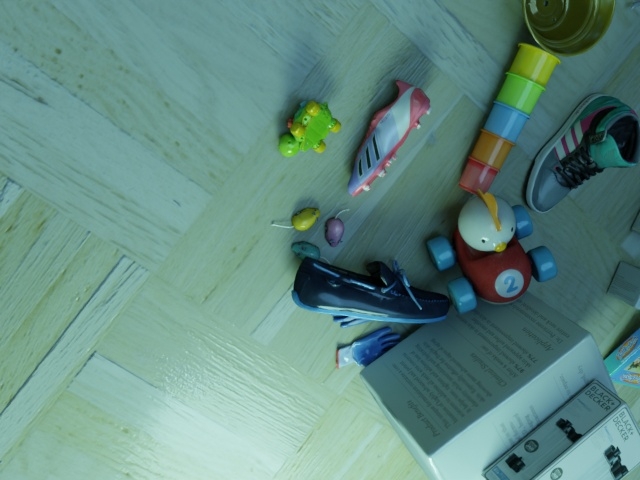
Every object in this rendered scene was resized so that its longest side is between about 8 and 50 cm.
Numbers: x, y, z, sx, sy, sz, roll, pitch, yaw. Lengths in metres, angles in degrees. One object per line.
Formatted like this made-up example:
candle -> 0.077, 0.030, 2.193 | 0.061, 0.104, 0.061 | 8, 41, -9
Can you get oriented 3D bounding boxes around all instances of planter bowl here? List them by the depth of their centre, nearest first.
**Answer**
planter bowl -> 0.474, -0.478, 1.571 | 0.217, 0.090, 0.217 | -4, 103, -19

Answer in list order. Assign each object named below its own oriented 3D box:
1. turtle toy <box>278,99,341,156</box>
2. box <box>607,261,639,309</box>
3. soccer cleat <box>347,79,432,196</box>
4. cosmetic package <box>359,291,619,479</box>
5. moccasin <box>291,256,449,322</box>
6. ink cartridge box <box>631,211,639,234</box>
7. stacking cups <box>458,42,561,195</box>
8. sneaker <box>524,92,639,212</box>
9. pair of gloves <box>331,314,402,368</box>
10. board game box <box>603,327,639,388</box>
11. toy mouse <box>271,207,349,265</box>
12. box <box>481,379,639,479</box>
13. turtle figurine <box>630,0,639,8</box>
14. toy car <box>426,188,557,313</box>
turtle toy -> -0.029, -0.212, 1.495 | 0.130, 0.066, 0.095 | -53, 138, 4
box -> 0.756, 0.113, 1.845 | 0.102, 0.101, 0.087 | 15, 101, -24
soccer cleat -> 0.121, -0.200, 1.555 | 0.095, 0.083, 0.248 | 39, 97, 5
cosmetic package -> 0.363, 0.345, 1.648 | 0.393, 0.329, 0.327 | -35, 119, -6
moccasin -> 0.115, 0.098, 1.586 | 0.342, 0.137, 0.117 | 7, 94, -25
ink cartridge box -> 0.905, -0.059, 1.834 | 0.283, 0.117, 0.207 | 19, 99, -23
stacking cups -> 0.376, -0.243, 1.612 | 0.096, 0.096, 0.316 | 23, 98, -23
sneaker -> 0.569, -0.169, 1.652 | 0.124, 0.178, 0.295 | 31, 95, -24
pair of gloves -> 0.102, 0.191, 1.688 | 0.159, 0.023, 0.198 | -9, 110, -16
board game box -> 0.799, 0.273, 1.888 | 0.160, 0.047, 0.210 | 15, 129, -23
toy mouse -> 0.000, 0.000, 1.590 | 0.161, 0.031, 0.143 | -25, 113, -10
box -> 0.466, 0.421, 1.480 | 0.290, 0.087, 0.169 | -37, 119, -6
turtle figurine -> 0.858, -0.504, 1.641 | 0.274, 0.198, 0.266 | 34, 90, -28
toy car -> 0.341, -0.002, 1.567 | 0.219, 0.210, 0.238 | -21, 150, -2
